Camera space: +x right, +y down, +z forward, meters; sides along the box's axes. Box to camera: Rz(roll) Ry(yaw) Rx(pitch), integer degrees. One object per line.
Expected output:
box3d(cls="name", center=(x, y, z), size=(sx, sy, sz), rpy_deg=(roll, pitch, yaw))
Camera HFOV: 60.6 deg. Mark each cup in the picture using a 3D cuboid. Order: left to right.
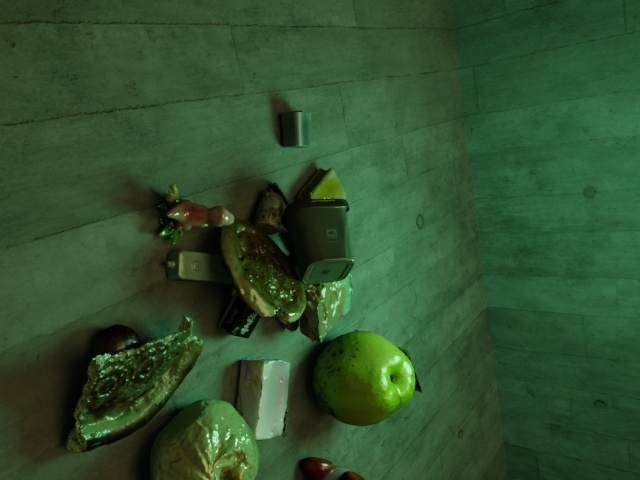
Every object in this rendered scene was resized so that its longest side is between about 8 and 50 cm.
box3d(cls="cup", center=(-0.078, -0.406, 2.007), size=(0.128, 0.095, 0.129), rpy_deg=(-10, 100, -54))

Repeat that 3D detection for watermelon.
box3d(cls="watermelon", center=(-0.014, 0.190, 2.001), size=(0.302, 0.151, 0.264), rpy_deg=(-39, 127, -54))

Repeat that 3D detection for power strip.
box3d(cls="power strip", center=(-0.323, 0.088, 1.718), size=(0.385, 0.062, 0.091), rpy_deg=(10, 79, -52))

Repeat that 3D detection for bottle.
box3d(cls="bottle", center=(-0.171, -0.103, 1.882), size=(0.099, 0.099, 0.152), rpy_deg=(41, 49, -44))

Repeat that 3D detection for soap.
box3d(cls="soap", center=(-0.009, -0.143, 2.101), size=(0.257, 0.080, 0.160), rpy_deg=(-55, 131, -36))

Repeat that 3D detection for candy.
box3d(cls="candy", center=(-0.193, 0.526, 1.836), size=(0.156, 0.116, 0.265), rpy_deg=(11, 81, -50))

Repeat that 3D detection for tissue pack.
box3d(cls="tissue pack", center=(-0.241, 0.223, 1.761), size=(0.103, 0.090, 0.170), rpy_deg=(27, 94, -50))

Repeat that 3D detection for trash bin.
box3d(cls="trash bin", center=(0.000, 0.000, 1.855), size=(0.220, 0.219, 0.250), rpy_deg=(-3, 61, -16))

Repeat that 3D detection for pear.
box3d(cls="pear", center=(0.177, 0.527, 2.108), size=(0.391, 0.391, 0.390), rpy_deg=(0, 90, -52))

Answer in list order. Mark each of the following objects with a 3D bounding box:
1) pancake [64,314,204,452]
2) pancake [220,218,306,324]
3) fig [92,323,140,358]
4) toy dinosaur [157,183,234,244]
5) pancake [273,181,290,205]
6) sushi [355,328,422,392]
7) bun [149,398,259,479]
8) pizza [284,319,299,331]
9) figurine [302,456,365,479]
box3d(cls="pancake", center=(-0.466, 0.376, 1.452), size=(0.427, 0.067, 0.304), rpy_deg=(-23, 133, -51))
box3d(cls="pancake", center=(-0.176, 0.102, 1.734), size=(0.382, 0.071, 0.382), rpy_deg=(45, 23, -24))
box3d(cls="fig", center=(-0.536, 0.293, 1.414), size=(0.109, 0.103, 0.154), rpy_deg=(33, 53, -21))
box3d(cls="toy dinosaur", center=(-0.368, -0.059, 1.568), size=(0.194, 0.177, 0.152), rpy_deg=(25, 70, -47))
box3d(cls="pancake", center=(-0.135, -0.160, 1.941), size=(0.017, 0.108, 0.108), rpy_deg=(-32, 122, -4))
box3d(cls="sushi", center=(0.273, 0.525, 2.306), size=(0.050, 0.290, 0.264), rpy_deg=(-38, 122, -29))
box3d(cls="bun", center=(-0.314, 0.644, 1.586), size=(0.352, 0.227, 0.348), rpy_deg=(52, 50, -44))
box3d(cls="pizza", center=(-0.114, 0.220, 2.005), size=(0.184, 0.036, 0.176), rpy_deg=(59, 38, -25))
box3d(cls="figurine", center=(0.073, 0.958, 2.084), size=(0.211, 0.270, 0.261), rpy_deg=(-2, 101, -57))
